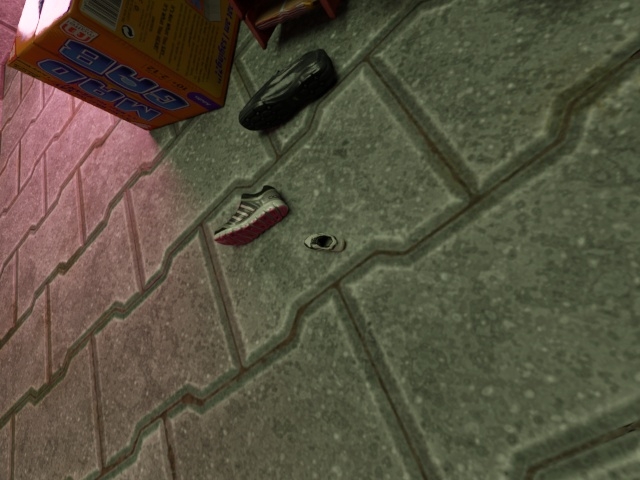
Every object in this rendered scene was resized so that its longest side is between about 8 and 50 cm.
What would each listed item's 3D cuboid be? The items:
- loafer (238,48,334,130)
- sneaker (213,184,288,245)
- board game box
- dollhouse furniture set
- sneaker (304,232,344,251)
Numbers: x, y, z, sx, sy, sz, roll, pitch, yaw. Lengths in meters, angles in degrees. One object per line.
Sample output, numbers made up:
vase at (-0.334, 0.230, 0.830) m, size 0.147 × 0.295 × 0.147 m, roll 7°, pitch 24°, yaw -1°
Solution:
loafer at (-0.072, -0.296, 0.821) m, size 0.223 × 0.076 × 0.078 m, roll -27°, pitch 56°, yaw 24°
sneaker at (-0.141, -0.050, 0.806) m, size 0.170 × 0.063 × 0.075 m, roll -30°, pitch 60°, yaw 22°
board game box at (-0.454, -0.532, 1.002) m, size 0.356 × 0.356 × 0.357 m, roll -1°, pitch 76°, yaw 38°
dollhouse furniture set at (-0.030, -0.611, 0.861) m, size 0.201 × 0.152 × 0.375 m, roll 0°, pitch 59°, yaw 38°
sneaker at (0.000, 0.000, 0.696) m, size 0.083 × 0.036 × 0.032 m, roll 0°, pitch 78°, yaw 40°
